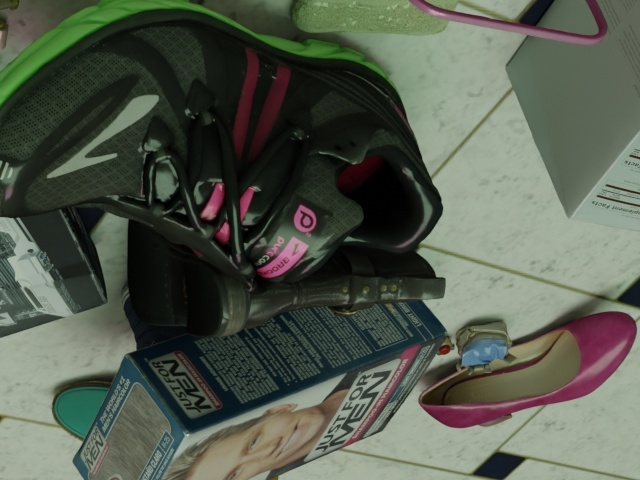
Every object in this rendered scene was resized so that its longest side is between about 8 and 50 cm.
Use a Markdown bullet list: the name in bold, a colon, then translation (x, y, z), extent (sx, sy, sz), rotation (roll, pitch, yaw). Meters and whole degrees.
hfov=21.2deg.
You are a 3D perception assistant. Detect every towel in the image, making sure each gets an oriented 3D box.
- **towel**: translation (0.055, -0.216, 1.437), extent (0.148, 0.027, 0.110), rotation (0, 137, -20)

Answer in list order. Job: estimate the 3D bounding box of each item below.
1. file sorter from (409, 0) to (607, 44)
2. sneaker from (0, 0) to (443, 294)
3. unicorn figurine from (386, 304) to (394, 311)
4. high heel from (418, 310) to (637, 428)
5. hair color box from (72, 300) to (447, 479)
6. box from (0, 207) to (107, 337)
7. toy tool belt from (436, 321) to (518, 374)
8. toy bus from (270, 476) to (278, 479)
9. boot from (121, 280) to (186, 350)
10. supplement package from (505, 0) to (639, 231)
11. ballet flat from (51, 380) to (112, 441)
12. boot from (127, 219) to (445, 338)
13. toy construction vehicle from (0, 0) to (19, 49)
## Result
- **file sorter**: translation (0.180, -0.309, 1.251), extent (0.202, 0.182, 0.291), rotation (6, 135, -27)
- **sneaker**: translation (-0.071, -0.066, 1.354), extent (0.483, 0.202, 0.185), rotation (-3, 138, -44)
- **unicorn figurine**: translation (0.000, 0.000, 1.653), extent (0.162, 0.060, 0.111), rotation (8, 135, 1)
- **high heel**: translation (0.225, 0.137, 1.873), extent (0.244, 0.082, 0.117), rotation (-28, 152, 33)
- **hair color box**: translation (-0.053, 0.152, 1.665), extent (0.347, 0.105, 0.174), rotation (-17, 148, -41)
- **box**: translation (-0.370, 0.008, 1.505), extent (0.307, 0.076, 0.242), rotation (-17, 141, 0)
- **toy tool belt**: translation (0.168, 0.120, 1.854), extent (0.083, 0.051, 0.052), rotation (-11, 140, -7)
- **toy bus**: translation (-0.096, 0.267, 1.888), extent (0.202, 0.191, 0.104), rotation (-35, -179, 21)
- **boot**: translation (-0.119, 0.105, 1.704), extent (0.190, 0.086, 0.069), rotation (25, 125, -39)
- **supplement package**: translation (0.295, -0.142, 1.479), extent (0.149, 0.194, 0.203), rotation (10, 134, -28)
- **ballet flat**: translation (-0.176, 0.188, 1.786), extent (0.206, 0.073, 0.067), rotation (12, -179, 0)
- **boot**: translation (-0.039, 0.029, 1.554), extent (0.229, 0.263, 0.091), rotation (-7, 108, -29)
- **toy construction vehicle**: translation (-0.292, -0.171, 1.356), extent (0.098, 0.035, 0.086), rotation (2, 137, -22)
